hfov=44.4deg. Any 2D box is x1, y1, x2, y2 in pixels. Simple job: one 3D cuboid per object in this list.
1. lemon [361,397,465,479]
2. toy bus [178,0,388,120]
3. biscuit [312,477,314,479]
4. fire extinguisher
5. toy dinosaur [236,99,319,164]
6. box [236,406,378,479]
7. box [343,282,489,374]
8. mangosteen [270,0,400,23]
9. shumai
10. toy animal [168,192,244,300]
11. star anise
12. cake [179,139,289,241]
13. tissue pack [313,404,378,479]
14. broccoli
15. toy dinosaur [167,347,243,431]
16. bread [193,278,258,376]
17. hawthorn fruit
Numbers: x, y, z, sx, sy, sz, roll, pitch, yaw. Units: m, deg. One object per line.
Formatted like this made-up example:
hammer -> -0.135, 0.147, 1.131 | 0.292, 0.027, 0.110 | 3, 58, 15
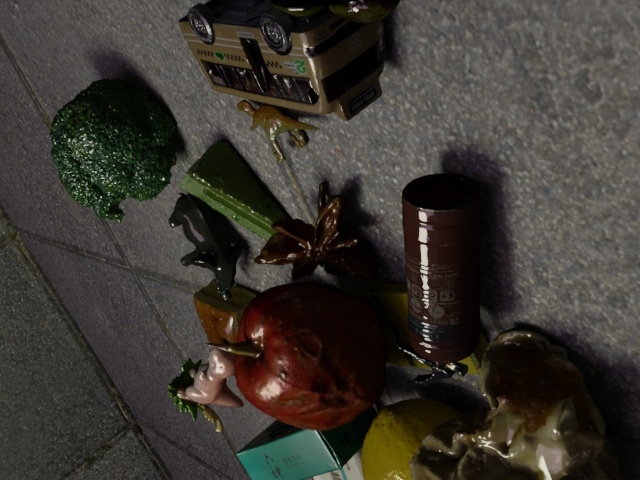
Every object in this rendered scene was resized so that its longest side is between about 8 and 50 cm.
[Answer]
lemon -> 0.194, 0.396, 1.324 | 0.263, 0.236, 0.236 | 17, 139, 21
toy bus -> -0.048, -0.256, 1.022 | 0.289, 0.139, 0.157 | 20, 142, 45
biscuit -> 0.148, 0.643, 1.835 | 0.394, 0.070, 0.350 | 52, 148, 0
fire extinguisher -> 0.156, 0.077, 1.091 | 0.138, 0.102, 0.344 | 19, 130, 35
toy dinosaur -> -0.069, -0.193, 1.226 | 0.126, 0.039, 0.162 | 54, 150, -1
box -> -0.021, 0.369, 1.458 | 0.244, 0.153, 0.092 | -32, 89, 41
box -> 0.151, 0.141, 1.286 | 0.279, 0.041, 0.153 | -7, 116, 57
mangosteen -> 0.009, -0.333, 0.793 | 0.243, 0.243, 0.243 | 35, 147, 27
shumai -> 0.310, 0.267, 1.099 | 0.313, 0.263, 0.267 | 16, -172, -15
toy animal -> -0.242, 0.012, 1.628 | 0.245, 0.114, 0.146 | 53, 152, -3
star anise -> 0.003, 0.006, 1.276 | 0.196, 0.111, 0.212 | 41, 124, -19
cake -> -0.152, -0.061, 1.435 | 0.235, 0.099, 0.100 | 50, 153, 0
tissue pack -> 0.049, 0.417, 1.625 | 0.201, 0.124, 0.271 | -8, 106, 56
broccoli -> -0.408, -0.186, 1.566 | 0.269, 0.261, 0.241 | 44, -171, 19
toy dinosaur -> -0.231, 0.308, 1.758 | 0.177, 0.152, 0.194 | -10, 113, 31
bread -> -0.186, 0.217, 1.785 | 0.184, 0.110, 0.234 | 17, 137, 47
hawthorn fruit -> -0.015, 0.186, 1.282 | 0.258, 0.258, 0.261 | 37, -176, 25
